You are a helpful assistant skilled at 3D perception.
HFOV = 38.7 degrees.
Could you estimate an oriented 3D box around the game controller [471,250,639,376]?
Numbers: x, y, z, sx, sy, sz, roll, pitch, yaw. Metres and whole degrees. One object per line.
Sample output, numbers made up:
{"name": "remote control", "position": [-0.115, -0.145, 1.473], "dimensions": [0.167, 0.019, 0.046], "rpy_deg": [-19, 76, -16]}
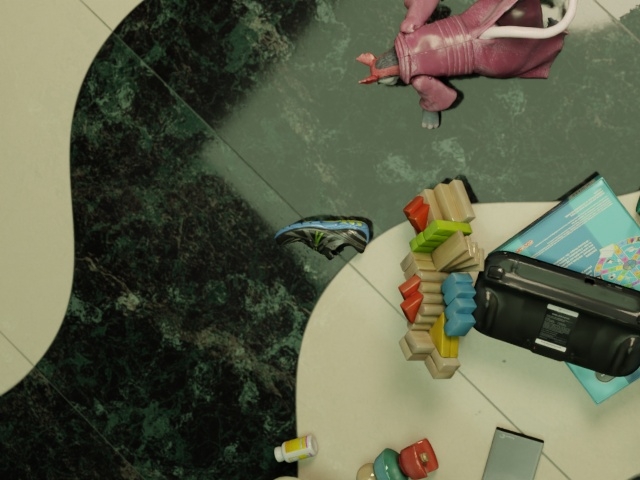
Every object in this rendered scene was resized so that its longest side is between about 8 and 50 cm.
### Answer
{"name": "game controller", "position": [0.427, 0.133, 1.621], "dimensions": [0.319, 0.067, 0.166], "rpy_deg": [18, 117, 11]}

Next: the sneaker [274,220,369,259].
{"name": "sneaker", "position": [0.000, 0.000, 1.772], "dimensions": [0.188, 0.067, 0.078], "rpy_deg": [0, 92, 10]}

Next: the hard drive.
{"name": "hard drive", "position": [0.372, 0.439, 1.773], "dimensions": [0.094, 0.022, 0.135], "rpy_deg": [15, 101, 11]}

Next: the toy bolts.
{"name": "toy bolts", "position": [0.154, 0.515, 1.757], "dimensions": [0.159, 0.218, 0.228], "rpy_deg": [-27, 73, 22]}

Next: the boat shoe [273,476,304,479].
{"name": "boat shoe", "position": [0.053, 0.682, 1.797], "dimensions": [0.500, 0.156, 0.187], "rpy_deg": [52, 132, 0]}

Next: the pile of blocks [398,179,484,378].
{"name": "pile of blocks", "position": [0.204, 0.068, 1.639], "dimensions": [0.149, 0.113, 0.362], "rpy_deg": [-12, 77, 55]}

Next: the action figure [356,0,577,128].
{"name": "action figure", "position": [0.244, -0.325, 1.574], "dimensions": [0.370, 0.275, 0.248], "rpy_deg": [-17, 100, 1]}

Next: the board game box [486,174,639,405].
{"name": "board game box", "position": [0.506, 0.090, 1.660], "dimensions": [0.254, 0.079, 0.336], "rpy_deg": [-37, 89, 16]}

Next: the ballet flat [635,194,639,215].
{"name": "ballet flat", "position": [0.623, -0.136, 1.604], "dimensions": [0.068, 0.072, 0.213], "rpy_deg": [17, 101, 6]}

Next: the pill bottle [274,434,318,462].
{"name": "pill bottle", "position": [-0.050, 0.427, 1.860], "dimensions": [0.083, 0.043, 0.043], "rpy_deg": [-18, 94, 15]}
